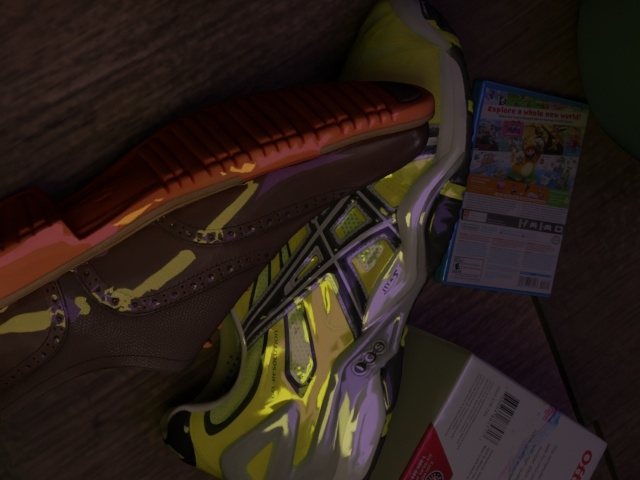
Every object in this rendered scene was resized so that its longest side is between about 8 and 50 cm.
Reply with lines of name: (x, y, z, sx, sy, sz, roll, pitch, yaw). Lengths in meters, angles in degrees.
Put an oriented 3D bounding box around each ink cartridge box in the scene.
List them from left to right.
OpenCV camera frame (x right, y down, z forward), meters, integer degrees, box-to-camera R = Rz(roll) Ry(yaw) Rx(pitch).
ink cartridge box: (0.106, 0.162, 1.111, 0.176, 0.127, 0.128, 35, 81, -33)

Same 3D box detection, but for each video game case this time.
video game case: (0.159, -0.040, 1.170, 0.119, 0.015, 0.166, 8, 96, -33)

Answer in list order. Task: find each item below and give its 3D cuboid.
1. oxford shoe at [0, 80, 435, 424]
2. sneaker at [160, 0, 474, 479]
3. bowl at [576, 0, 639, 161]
oxford shoe: (-0.084, 0.001, 0.931, 0.363, 0.130, 0.133, -23, 112, -4)
sneaker: (0.000, 0.000, 1.006, 0.147, 0.145, 0.385, 17, 82, -15)
bowl: (0.331, -0.170, 1.164, 0.311, 0.163, 0.312, -8, 105, -31)
